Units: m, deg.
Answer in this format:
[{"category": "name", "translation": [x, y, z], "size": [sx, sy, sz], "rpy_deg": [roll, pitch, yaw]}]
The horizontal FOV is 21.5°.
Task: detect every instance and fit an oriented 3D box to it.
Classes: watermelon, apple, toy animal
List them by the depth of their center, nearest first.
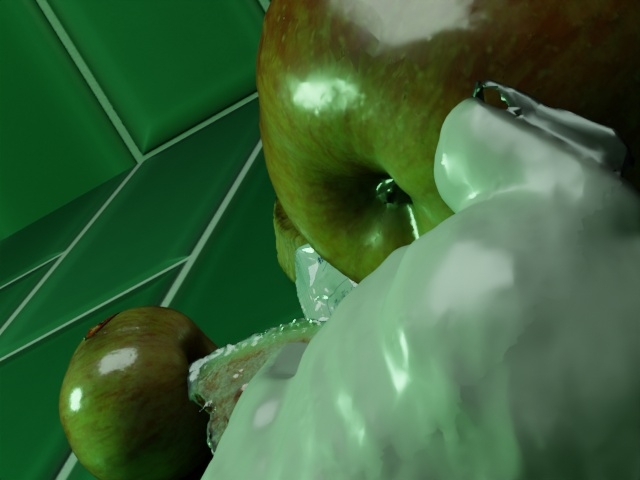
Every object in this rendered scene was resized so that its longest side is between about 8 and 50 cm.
[{"category": "toy animal", "translation": [0.034, 0.130, 0.664], "size": [0.357, 0.194, 0.258], "rpy_deg": [-49, 40, -10]}, {"category": "watermelon", "translation": [-0.019, 0.117, 1.057], "size": [0.187, 0.071, 0.139], "rpy_deg": [-10, 30, 39]}, {"category": "apple", "translation": [0.094, -0.081, 1.086], "size": [0.309, 0.277, 0.250], "rpy_deg": [-32, 25, 35]}, {"category": "apple", "translation": [-0.118, 0.112, 1.171], "size": [0.102, 0.126, 0.126], "rpy_deg": [-20, 15, 23]}]

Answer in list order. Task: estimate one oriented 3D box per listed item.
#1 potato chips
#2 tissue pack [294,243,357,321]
[{"category": "potato chips", "translation": [0.000, 0.000, 1.486], "size": [0.080, 0.057, 0.407], "rpy_deg": [-19, 10, -7]}, {"category": "tissue pack", "translation": [0.068, 0.006, 1.251], "size": [0.193, 0.026, 0.122], "rpy_deg": [-30, 45, 9]}]
